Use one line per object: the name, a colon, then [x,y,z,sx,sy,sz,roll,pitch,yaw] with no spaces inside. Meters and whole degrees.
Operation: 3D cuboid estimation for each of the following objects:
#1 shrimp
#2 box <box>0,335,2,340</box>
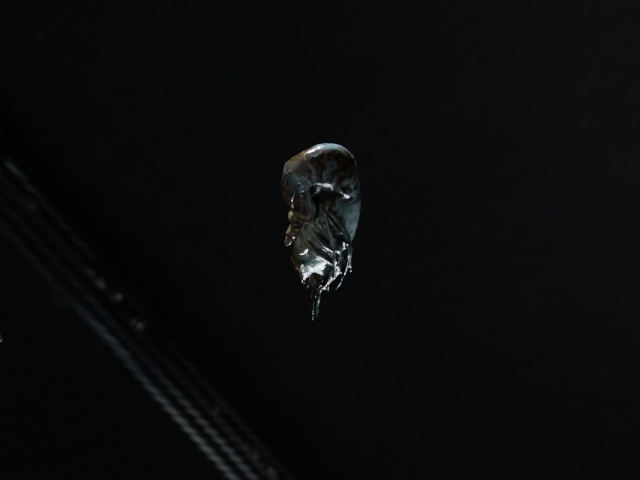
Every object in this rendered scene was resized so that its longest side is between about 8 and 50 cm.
shrimp: [0.000,0.000,1.378,0.079,0.090,0.233,-18,-43,-21]
box: [-0.450,0.059,1.387,0.177,0.148,0.195,0,-54,33]
